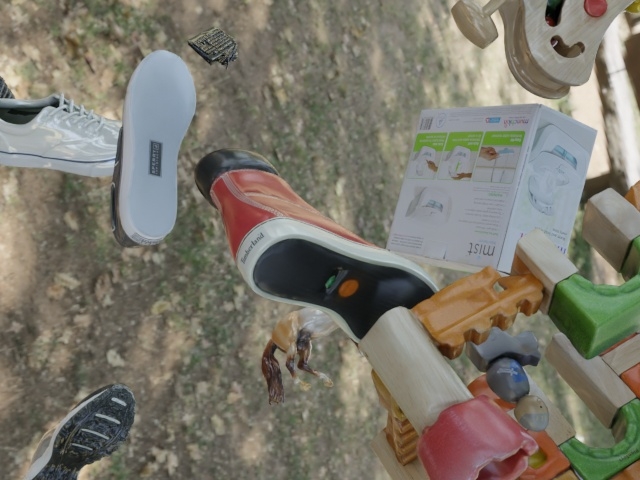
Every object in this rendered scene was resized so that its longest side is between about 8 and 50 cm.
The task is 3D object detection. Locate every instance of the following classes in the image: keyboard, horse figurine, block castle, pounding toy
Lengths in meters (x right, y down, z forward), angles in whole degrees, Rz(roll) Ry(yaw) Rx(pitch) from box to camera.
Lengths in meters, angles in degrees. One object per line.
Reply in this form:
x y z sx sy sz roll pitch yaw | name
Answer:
-0.221 -0.437 1.949 0.100 0.038 0.192 41 27 -7 | keyboard
0.002 0.152 1.425 0.174 0.263 0.066 48 -16 41 | horse figurine
0.271 0.126 0.806 0.213 0.453 0.303 53 -17 32 | block castle
0.302 -0.266 1.026 0.154 0.269 0.155 62 -8 1 | pounding toy

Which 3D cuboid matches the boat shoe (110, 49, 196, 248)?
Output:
-0.190 -0.097 0.962 0.080 0.076 0.229 13 67 -35 | boat shoe

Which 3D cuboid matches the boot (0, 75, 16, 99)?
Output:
-0.627 -0.198 1.574 0.131 0.348 0.260 26 70 -26 | boot

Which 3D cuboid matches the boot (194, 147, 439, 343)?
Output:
0.000 0.000 0.802 0.244 0.088 0.176 28 18 -40 | boot

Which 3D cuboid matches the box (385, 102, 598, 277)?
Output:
0.235 -0.067 1.263 0.126 0.262 0.231 16 87 -30 | box

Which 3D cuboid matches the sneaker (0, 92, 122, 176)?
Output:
-0.336 -0.147 1.176 0.094 0.258 0.091 -85 173 -46 | sneaker

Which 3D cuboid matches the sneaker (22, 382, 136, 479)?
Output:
-0.390 0.312 1.385 0.100 0.271 0.108 31 23 -29 | sneaker
